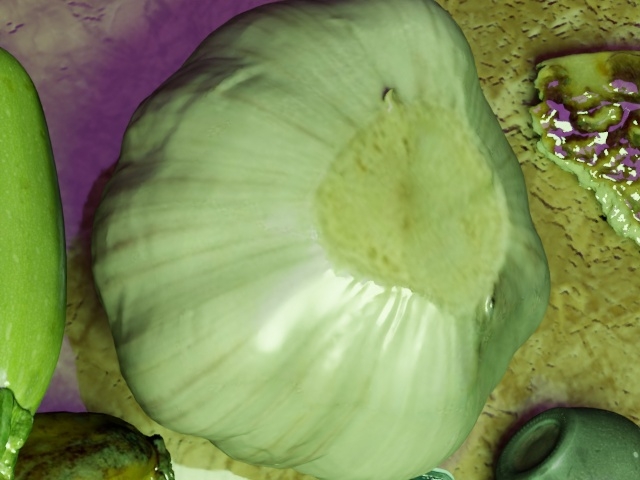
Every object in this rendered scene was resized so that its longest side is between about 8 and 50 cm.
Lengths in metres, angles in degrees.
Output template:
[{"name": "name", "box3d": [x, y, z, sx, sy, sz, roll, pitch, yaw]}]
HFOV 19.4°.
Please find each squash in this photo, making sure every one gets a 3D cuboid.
[{"name": "squash", "box3d": [-0.205, 0.015, 1.184, 0.094, 0.094, 0.341, -2, 55, -12]}]

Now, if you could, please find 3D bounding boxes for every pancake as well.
[{"name": "pancake", "box3d": [0.272, -0.013, 1.364, 0.266, 0.057, 0.244, 4, 91, -7]}]

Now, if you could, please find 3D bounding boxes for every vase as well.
[{"name": "vase", "box3d": [0.204, 0.198, 1.286, 0.183, 0.120, 0.120, 44, 76, -17]}]

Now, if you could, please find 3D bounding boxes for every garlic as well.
[{"name": "garlic", "box3d": [0.000, 0.000, 1.198, 0.317, 0.259, 0.317, 13, 68, -36]}]

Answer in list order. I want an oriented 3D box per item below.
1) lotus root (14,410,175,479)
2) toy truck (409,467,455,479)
[{"name": "lotus root", "box3d": [-0.244, 0.224, 1.118, 0.397, 0.179, 0.196, -19, 66, -32]}, {"name": "toy truck", "box3d": [0.046, 0.246, 1.245, 0.080, 0.115, 0.177, 8, 58, -10]}]
